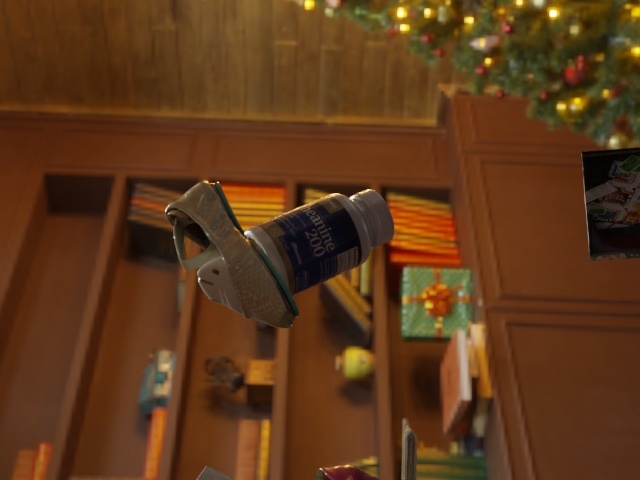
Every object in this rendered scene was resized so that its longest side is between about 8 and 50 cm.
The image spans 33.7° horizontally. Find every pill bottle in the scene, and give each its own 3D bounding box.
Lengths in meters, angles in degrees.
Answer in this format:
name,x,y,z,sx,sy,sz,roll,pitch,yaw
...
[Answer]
name,x,y,z,sx,sy,sz,roll,pitch,yaw
pill bottle,0.000,0.000,0.890,0.067,0.120,0.067,47,150,38

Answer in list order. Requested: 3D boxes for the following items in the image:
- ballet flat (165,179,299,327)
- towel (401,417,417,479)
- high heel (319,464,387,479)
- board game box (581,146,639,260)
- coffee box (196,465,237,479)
name,x,y,z,sx,sy,sz,roll,pitch,yaw
ballet flat,-0.066,0.016,0.724,0.168,0.052,0.057,52,165,53
towel,0.151,0.365,1.789,0.152,0.023,0.113,7,-96,-88
high heel,0.033,0.383,1.444,0.244,0.117,0.082,-61,-18,-65
board game box,0.446,-0.051,1.249,0.030,0.260,0.136,55,-146,-67
coffee box,-0.083,0.538,1.211,0.334,0.338,0.337,-57,-11,-47
